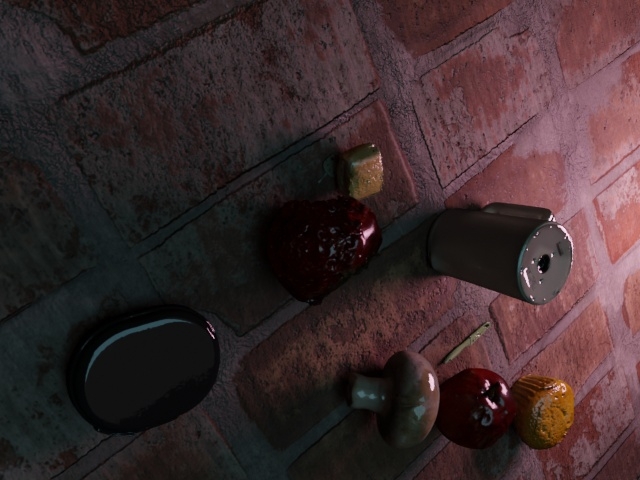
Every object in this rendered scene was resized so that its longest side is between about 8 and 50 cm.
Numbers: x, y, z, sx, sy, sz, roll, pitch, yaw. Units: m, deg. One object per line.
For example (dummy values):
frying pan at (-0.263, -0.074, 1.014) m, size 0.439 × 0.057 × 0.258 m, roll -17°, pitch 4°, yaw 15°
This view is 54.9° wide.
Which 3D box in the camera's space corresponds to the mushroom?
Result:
mushroom at (0.177, 0.395, 1.556) m, size 0.243 × 0.243 × 0.244 m, roll -7°, pitch 103°, yaw -31°

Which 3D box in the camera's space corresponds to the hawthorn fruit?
hawthorn fruit at (0.432, 0.446, 1.705) m, size 0.230 × 0.210 × 0.266 m, roll -12°, pitch 142°, yaw -16°

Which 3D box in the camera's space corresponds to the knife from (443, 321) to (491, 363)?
knife at (0.431, 0.301, 1.806) m, size 0.207 × 0.014 × 0.030 m, roll -35°, pitch 114°, yaw -23°

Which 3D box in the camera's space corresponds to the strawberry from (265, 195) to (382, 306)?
strawberry at (0.000, 0.000, 1.364) m, size 0.274 × 0.274 × 0.220 m, roll -38°, pitch 80°, yaw -21°

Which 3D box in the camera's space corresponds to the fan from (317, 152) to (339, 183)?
fan at (0.021, -0.165, 1.459) m, size 0.083 × 0.004 × 0.056 m, roll -51°, pitch 123°, yaw -14°

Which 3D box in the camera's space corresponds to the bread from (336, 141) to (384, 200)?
bread at (0.091, -0.164, 1.459) m, size 0.106 × 0.082 × 0.125 m, roll -17°, pitch 129°, yaw -20°

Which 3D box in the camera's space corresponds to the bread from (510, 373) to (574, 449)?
bread at (0.696, 0.540, 1.946) m, size 0.239 × 0.139 × 0.240 m, roll -7°, pitch 103°, yaw -31°

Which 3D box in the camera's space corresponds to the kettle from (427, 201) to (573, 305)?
kettle at (0.464, 0.004, 1.587) m, size 0.205 × 0.318 × 0.265 m, roll 26°, pitch 84°, yaw -33°

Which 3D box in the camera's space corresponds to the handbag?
handbag at (-0.353, 0.260, 1.252) m, size 0.307 × 0.093 × 0.254 m, roll -13°, pitch 108°, yaw -30°
